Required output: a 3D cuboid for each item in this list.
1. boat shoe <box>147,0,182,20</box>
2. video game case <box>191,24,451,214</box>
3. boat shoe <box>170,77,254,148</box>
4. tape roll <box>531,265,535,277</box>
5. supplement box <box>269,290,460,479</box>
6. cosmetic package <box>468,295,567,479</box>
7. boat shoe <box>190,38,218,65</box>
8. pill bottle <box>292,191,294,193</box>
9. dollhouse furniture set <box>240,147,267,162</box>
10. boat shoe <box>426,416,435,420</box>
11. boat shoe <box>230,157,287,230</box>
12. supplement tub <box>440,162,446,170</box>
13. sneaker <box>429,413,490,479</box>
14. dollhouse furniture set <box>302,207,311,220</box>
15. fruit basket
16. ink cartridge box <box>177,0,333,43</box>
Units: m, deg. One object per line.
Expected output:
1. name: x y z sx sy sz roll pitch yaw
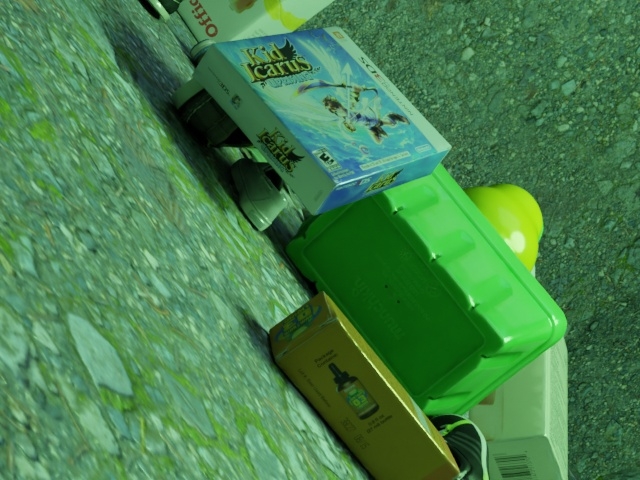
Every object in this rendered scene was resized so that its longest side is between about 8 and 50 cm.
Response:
1. boat shoe: -0.257 -0.464 2.011 0.127 0.113 0.340 53 7 -19
2. video game case: 0.008 -0.165 1.537 0.244 0.061 0.269 48 36 16
3. boat shoe: -0.112 -0.171 1.655 0.091 0.109 0.305 56 13 6
4. tape roll: 0.263 0.064 2.302 0.100 0.286 0.286 49 9 -46
5. supplement box: 0.045 0.165 1.224 0.233 0.078 0.080 52 7 -24
6. cosmetic package: 0.316 0.245 1.902 0.296 0.129 0.153 -76 149 -47
7. boat shoe: -0.160 -0.282 2.045 0.066 0.066 0.183 62 19 18
8. pill bottle: -0.054 -0.191 1.993 0.219 0.122 0.123 62 4 -24
9. dollhouse furniture set: -0.102 -0.167 1.867 0.152 0.058 0.076 55 8 7
10. boat shoe: 0.140 0.200 1.787 0.072 0.068 0.190 72 -4 -72
11. boat shoe: -0.077 -0.075 1.590 0.066 0.063 0.184 52 8 -18
12. supplement tub: 0.205 -0.043 2.591 0.235 0.235 0.325 51 8 -26
13. sneaker: 0.156 0.261 1.476 0.097 0.084 0.235 51 8 -19
14. dollhouse furniture set: 0.000 0.000 1.973 0.081 0.091 0.114 13 -46 32
15. fruit basket: 0.173 0.039 1.714 0.392 0.283 0.392 40 23 -21
16. ink cartridge box: -0.111 -0.544 2.269 0.279 0.384 0.160 56 10 11
